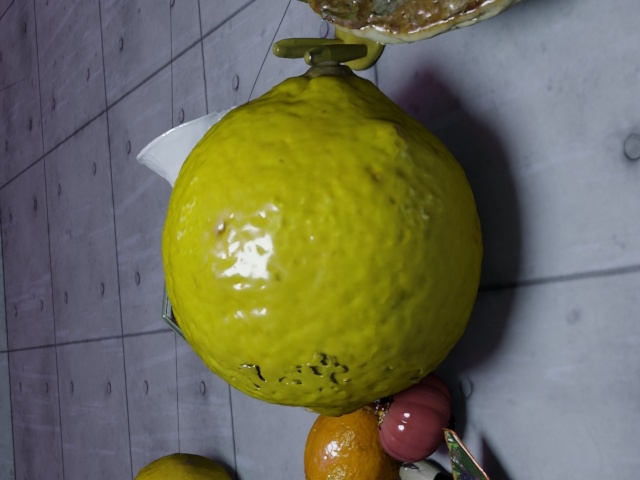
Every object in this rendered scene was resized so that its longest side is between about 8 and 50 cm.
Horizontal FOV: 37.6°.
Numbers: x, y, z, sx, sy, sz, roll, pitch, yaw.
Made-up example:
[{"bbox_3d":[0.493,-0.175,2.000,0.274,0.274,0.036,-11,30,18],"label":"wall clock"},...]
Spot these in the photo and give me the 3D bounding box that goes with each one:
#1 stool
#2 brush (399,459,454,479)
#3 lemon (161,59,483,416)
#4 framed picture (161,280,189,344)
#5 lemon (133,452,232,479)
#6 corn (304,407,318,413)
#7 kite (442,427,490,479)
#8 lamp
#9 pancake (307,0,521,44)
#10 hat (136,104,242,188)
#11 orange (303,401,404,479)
[{"bbox_3d":[0.012,-0.275,1.203,0.135,0.110,0.134,-44,54,48],"label":"stool"},{"bbox_3d":[0.184,0.279,1.025,0.299,0.039,0.042,-2,89,57],"label":"brush"},{"bbox_3d":[0.000,0.000,1.029,0.350,0.349,0.387,3,98,58],"label":"lemon"},{"bbox_3d":[-0.223,0.093,1.683,0.273,0.016,0.216,28,114,54],"label":"framed picture"},{"bbox_3d":[-0.225,0.448,1.544,0.256,0.188,0.188,25,112,50],"label":"lemon"},{"bbox_3d":[0.004,0.087,1.255,0.101,0.101,0.292,12,98,57],"label":"corn"},{"bbox_3d":[0.195,0.362,0.998,0.234,0.016,0.321,1,102,54],"label":"kite"},{"bbox_3d":[0.109,0.202,1.087,0.107,0.092,0.107,-159,90,-85],"label":"lamp"},{"bbox_3d":[0.132,-0.354,0.955,0.356,0.065,0.356,-14,66,34],"label":"pancake"},{"bbox_3d":[-0.175,-0.117,1.475,0.203,0.203,0.126,-23,91,56],"label":"hat"},{"bbox_3d":[0.043,0.261,1.166,0.117,0.135,0.136,-4,88,20],"label":"orange"}]
